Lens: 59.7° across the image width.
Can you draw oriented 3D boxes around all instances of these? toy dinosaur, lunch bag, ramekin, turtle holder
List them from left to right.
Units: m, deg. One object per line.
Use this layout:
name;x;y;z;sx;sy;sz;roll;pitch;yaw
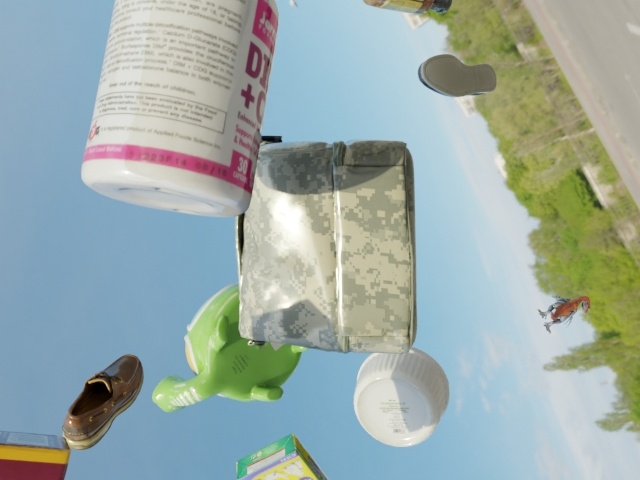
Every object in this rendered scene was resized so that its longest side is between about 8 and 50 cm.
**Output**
turtle holder;-0.183;0.240;1.196;0.243;0.227;0.321;34;-115;-31
lunch bag;0.000;0.000;0.799;0.212;0.255;0.305;-72;-19;-81
ramekin;0.169;0.340;1.199;0.207;0.207;0.109;59;-156;-4
toy dinosaur;0.362;0.104;0.811;0.090;0.082;0.047;69;176;-87

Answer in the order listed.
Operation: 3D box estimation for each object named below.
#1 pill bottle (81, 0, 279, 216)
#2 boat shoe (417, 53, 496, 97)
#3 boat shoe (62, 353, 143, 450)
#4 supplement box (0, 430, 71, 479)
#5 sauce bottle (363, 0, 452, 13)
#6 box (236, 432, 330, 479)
pill bottle;-0.128;-0.176;0.552;0.160;0.160;0.283;18;-102;-56
boat shoe;0.242;-0.295;1.030;0.206;0.065;0.075;-9;-86;-38
boat shoe;-0.316;0.225;0.827;0.178;0.064;0.060;-65;-16;-61
supplement box;-0.280;0.267;0.476;0.080;0.104;0.188;15;-108;-23
sauce bottle;0.102;-0.280;0.637;0.128;0.042;0.042;-9;-109;-42
box;-0.042;0.390;0.868;0.179;0.105;0.043;59;-174;-28
